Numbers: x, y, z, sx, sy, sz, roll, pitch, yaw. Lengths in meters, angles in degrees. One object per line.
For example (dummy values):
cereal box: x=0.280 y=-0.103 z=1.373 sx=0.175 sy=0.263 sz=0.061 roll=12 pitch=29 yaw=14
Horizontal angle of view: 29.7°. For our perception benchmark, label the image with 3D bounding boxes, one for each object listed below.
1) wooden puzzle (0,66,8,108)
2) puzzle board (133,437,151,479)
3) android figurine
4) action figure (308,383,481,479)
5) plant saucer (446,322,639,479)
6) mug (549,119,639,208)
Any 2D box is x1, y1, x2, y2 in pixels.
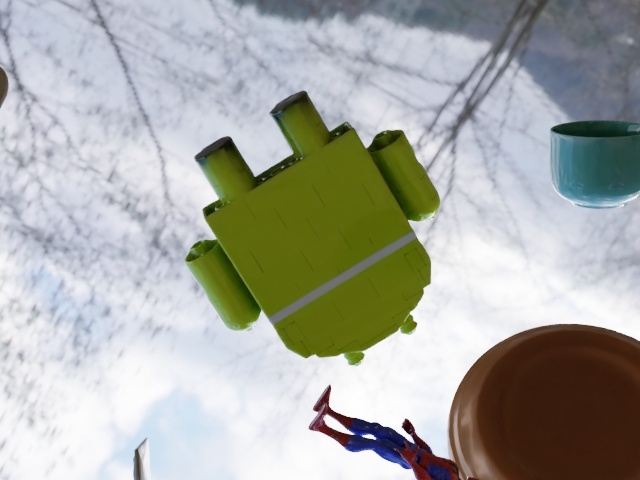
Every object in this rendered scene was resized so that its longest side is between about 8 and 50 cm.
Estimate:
wooden puzzle: x=-0.344 y=-0.014 z=0.959 sx=0.044 sy=0.221 sz=0.238 roll=30 pitch=-123 yaw=-30
puzzle board: x=-0.244 y=0.342 z=1.659 sx=0.011 sy=0.128 sz=0.096 roll=-3 pitch=180 yaw=0
android figurine: x=0.000 y=0.000 z=1.171 sx=0.273 sy=0.248 sz=0.056 roll=57 pitch=-179 yaw=-19
action figure: x=0.050 y=0.125 z=0.719 sx=0.115 sy=0.030 sz=0.038 roll=31 pitch=-162 yaw=-7
plant saucer: x=0.195 y=0.142 z=0.910 sx=0.200 sy=0.037 sz=0.200 roll=-3 pitch=-127 yaw=4
mug: x=0.371 y=-0.094 z=1.538 sx=0.158 sy=0.097 sz=0.129 roll=6 pitch=-163 yaw=26
